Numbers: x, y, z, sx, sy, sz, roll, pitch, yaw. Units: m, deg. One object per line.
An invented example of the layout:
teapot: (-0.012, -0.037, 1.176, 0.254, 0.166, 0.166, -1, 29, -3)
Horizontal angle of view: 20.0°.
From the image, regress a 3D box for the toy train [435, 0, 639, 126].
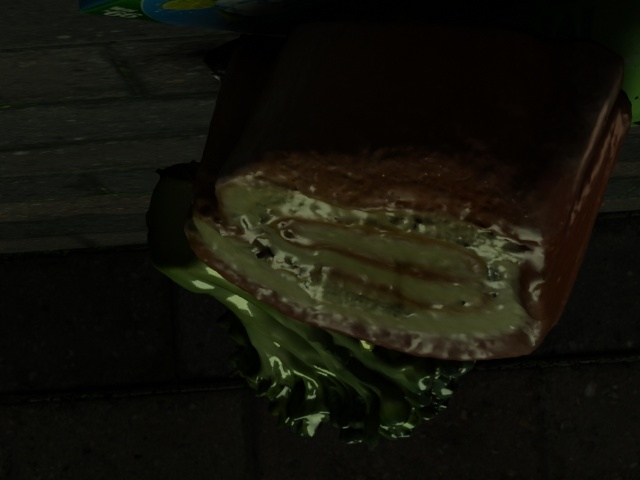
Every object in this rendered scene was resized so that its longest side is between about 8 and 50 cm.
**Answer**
toy train: (0.124, -0.121, 1.050, 0.253, 0.157, 0.105, -8, 174, 43)

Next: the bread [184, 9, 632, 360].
bread: (0.039, -0.031, 0.993, 0.244, 0.123, 0.190, 10, 148, 17)

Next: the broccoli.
broccoli: (0.020, 0.003, 1.484, 0.324, 0.334, 0.272, 6, 179, 31)

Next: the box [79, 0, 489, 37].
box: (-0.016, -0.160, 0.979, 0.194, 0.073, 0.139, 0, 173, -42)

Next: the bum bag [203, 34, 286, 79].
bum bag: (0.045, -0.145, 1.297, 0.248, 0.060, 0.123, -7, 175, 17)
